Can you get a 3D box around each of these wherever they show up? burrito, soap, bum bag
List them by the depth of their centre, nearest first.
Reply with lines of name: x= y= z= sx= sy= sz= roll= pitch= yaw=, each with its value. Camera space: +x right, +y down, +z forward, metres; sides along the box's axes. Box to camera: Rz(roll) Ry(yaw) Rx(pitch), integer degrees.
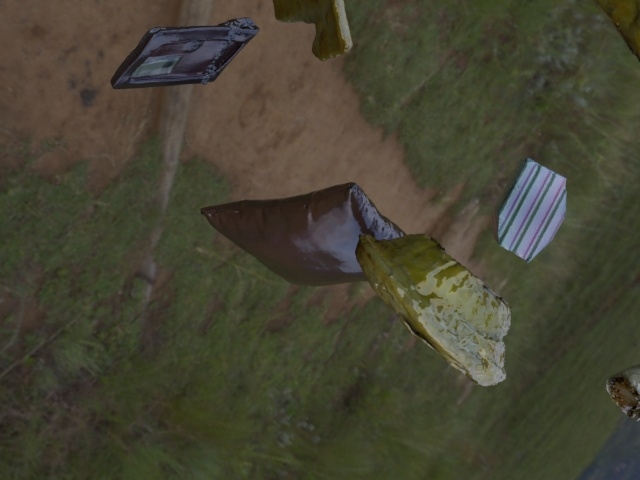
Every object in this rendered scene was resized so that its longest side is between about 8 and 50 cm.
bum bag: x=-0.152 y=-0.209 z=0.862 sx=0.159 sy=0.026 sz=0.109 roll=-19 pitch=168 yaw=-48
soap: x=0.332 y=-0.045 z=1.228 sx=0.149 sy=0.100 sz=0.056 roll=-63 pitch=179 yaw=2
burrito: x=0.723 y=0.293 z=1.625 sx=0.299 sy=0.105 sz=0.143 roll=-13 pitch=153 yaw=-26

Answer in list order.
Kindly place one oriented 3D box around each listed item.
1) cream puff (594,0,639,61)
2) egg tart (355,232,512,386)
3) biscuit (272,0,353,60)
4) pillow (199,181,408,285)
cream puff: x=0.581 y=-0.372 z=1.167 sx=0.257 sy=0.324 sz=0.291 roll=-41 pitch=-149 yaw=25
egg tart: x=0.172 y=0.078 z=1.100 sx=0.115 sy=0.290 sz=0.290 roll=-46 pitch=164 yaw=6
biscuit: x=-0.015 y=-0.437 z=1.531 sx=0.174 sy=0.183 sz=0.039 roll=-16 pitch=175 yaw=39
pillow: x=0.000 y=0.000 z=1.329 sx=0.305 sy=0.308 sz=0.108 roll=39 pitch=52 yaw=-50
